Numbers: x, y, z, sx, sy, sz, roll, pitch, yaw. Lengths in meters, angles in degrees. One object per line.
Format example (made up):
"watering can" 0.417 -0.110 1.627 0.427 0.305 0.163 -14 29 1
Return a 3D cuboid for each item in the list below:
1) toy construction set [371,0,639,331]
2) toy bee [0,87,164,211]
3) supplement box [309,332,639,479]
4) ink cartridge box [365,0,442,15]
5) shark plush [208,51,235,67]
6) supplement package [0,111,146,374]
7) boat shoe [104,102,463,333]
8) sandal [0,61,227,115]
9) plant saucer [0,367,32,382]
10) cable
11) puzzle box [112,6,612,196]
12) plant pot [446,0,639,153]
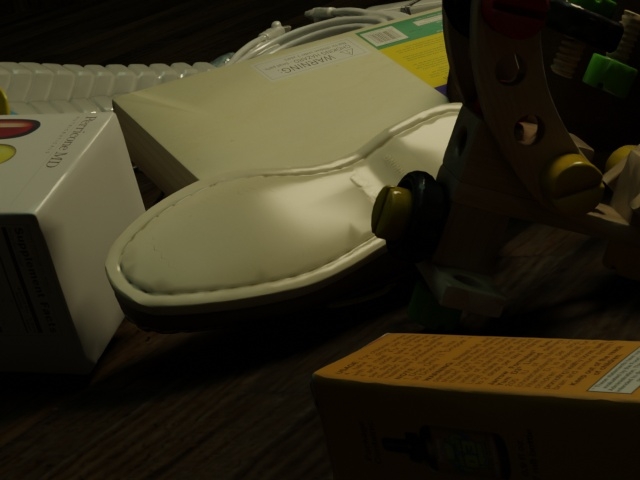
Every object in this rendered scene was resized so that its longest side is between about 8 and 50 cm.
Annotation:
"toy construction set" 0.179 -0.023 1.012 0.257 0.237 0.309 14 13 -42
"toy bee" -0.272 -0.043 1.400 0.298 0.195 0.162 -4 38 -11
"supplement box" 0.111 0.091 0.765 0.233 0.078 0.080 0 19 36
"ink cartridge box" 0.124 -0.214 1.812 0.150 0.109 0.063 -5 18 26
"shark plush" -0.175 -0.183 2.012 0.161 0.067 0.073 -11 15 1
"supplement package" -0.259 0.000 1.151 0.244 0.133 0.139 0 34 20
"boat shoe" 0.000 0.000 1.150 0.324 0.096 0.116 -23 57 -26
"sandal" -0.254 -0.131 1.847 0.416 0.102 0.169 -3 27 -16
"plant saucer" -0.232 0.048 1.210 0.067 0.018 0.192 -11 30 4
"cable" -0.006 -0.159 1.698 0.257 0.089 0.257 6 34 46
"puzzle box" 0.064 -0.098 1.385 0.409 0.052 0.272 -18 36 -25
"plant pot" 0.211 -0.221 1.308 0.215 0.230 0.215 -1 33 1
